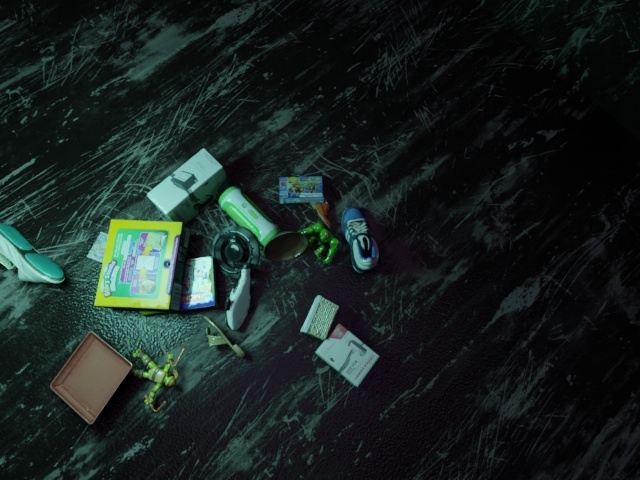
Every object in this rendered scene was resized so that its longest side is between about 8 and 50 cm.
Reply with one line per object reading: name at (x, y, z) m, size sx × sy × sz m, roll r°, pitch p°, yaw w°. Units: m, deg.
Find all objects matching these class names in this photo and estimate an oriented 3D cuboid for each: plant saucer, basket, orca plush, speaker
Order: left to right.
plant saucer at (-0.889, 0.533, 1.661) m, size 0.259 × 0.047 × 0.258 m, roll 28°, pitch 78°, yaw 20°
orca plush at (-0.365, 0.227, 1.783) m, size 0.102 × 0.151 × 0.287 m, roll 10°, pitch 103°, yaw 40°
speaker at (-0.311, -0.102, 1.865) m, size 0.296 × 0.131 × 0.131 m, roll 44°, pitch 76°, yaw 8°
plant saucer at (-0.152, 0.018, 1.821) m, size 0.199 × 0.198 × 0.036 m, roll -17°, pitch 56°, yaw -8°
basket at (-0.002, 0.329, 1.779) m, size 0.103 × 0.113 × 0.167 m, roll 25°, pitch 74°, yaw -1°

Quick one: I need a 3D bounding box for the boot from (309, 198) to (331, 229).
boot at (0.021, -0.127, 1.936) m, size 0.085 × 0.059 × 0.158 m, roll -27°, pitch 77°, yaw -16°

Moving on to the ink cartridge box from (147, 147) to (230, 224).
ink cartridge box at (-0.561, -0.218, 1.834) m, size 0.129 × 0.223 × 0.307 m, roll 45°, pitch 76°, yaw 8°

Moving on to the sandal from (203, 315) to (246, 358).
sandal at (-0.418, 0.417, 1.737) m, size 0.240 × 0.088 × 0.079 m, roll 42°, pitch 70°, yaw 3°

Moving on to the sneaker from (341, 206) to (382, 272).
sneaker at (0.179, -0.025, 1.823) m, size 0.130 × 0.236 × 0.322 m, roll -8°, pitch 75°, yaw -6°

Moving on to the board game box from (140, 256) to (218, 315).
board game box at (-0.598, 0.193, 1.787) m, size 0.317 × 0.046 × 0.213 m, roll -8°, pitch 74°, yaw 2°

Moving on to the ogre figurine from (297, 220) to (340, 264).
ogre figurine at (0.000, 0.000, 1.884) m, size 0.118 × 0.097 × 0.197 m, roll -47°, pitch 66°, yaw 4°

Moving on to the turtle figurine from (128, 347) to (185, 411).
turtle figurine at (-0.654, 0.519, 1.690) m, size 0.217 × 0.087 × 0.269 m, roll 24°, pitch 89°, yaw 13°

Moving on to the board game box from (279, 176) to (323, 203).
board game box at (-0.089, -0.234, 1.945) m, size 0.201 × 0.035 × 0.136 m, roll -1°, pitch 55°, yaw -3°

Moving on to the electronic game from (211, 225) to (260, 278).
electronic game at (-0.367, 0.050, 1.825) m, size 0.229 × 0.048 × 0.229 m, roll 1°, pitch 94°, yaw 16°

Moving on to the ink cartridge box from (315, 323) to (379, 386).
ink cartridge box at (0.111, 0.475, 1.755) m, size 0.218 × 0.092 × 0.158 m, roll 39°, pitch 76°, yaw 5°

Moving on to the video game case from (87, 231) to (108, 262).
video game case at (-0.950, 0.032, 1.847) m, size 0.087 × 0.011 × 0.122 m, roll 21°, pitch 74°, yaw 2°

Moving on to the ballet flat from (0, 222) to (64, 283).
ballet flat at (-1.236, 0.088, 1.766) m, size 0.400 × 0.139 × 0.139 m, roll 37°, pitch 75°, yaw 11°

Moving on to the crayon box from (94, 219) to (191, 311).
crayon box at (-0.726, 0.103, 1.743) m, size 0.313 × 0.106 × 0.362 m, roll 2°, pitch 74°, yaw 6°
